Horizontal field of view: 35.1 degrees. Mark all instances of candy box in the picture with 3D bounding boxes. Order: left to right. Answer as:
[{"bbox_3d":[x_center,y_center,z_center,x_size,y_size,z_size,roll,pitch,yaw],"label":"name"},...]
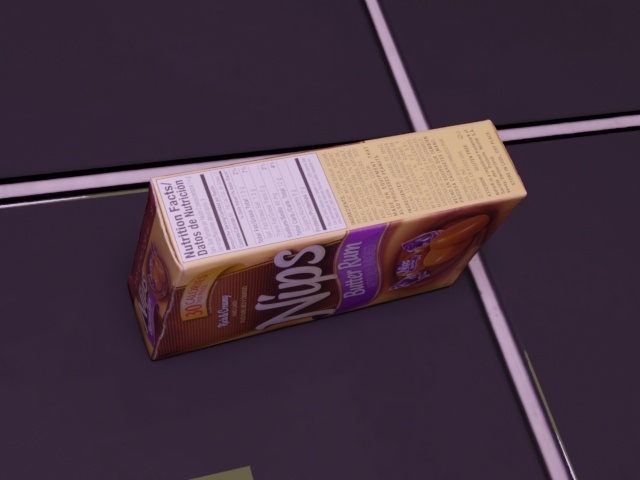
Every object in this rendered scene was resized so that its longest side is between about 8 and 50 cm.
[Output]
[{"bbox_3d":[0.000,0.000,0.527,0.187,0.109,0.053,-11,65,-22],"label":"candy box"}]
